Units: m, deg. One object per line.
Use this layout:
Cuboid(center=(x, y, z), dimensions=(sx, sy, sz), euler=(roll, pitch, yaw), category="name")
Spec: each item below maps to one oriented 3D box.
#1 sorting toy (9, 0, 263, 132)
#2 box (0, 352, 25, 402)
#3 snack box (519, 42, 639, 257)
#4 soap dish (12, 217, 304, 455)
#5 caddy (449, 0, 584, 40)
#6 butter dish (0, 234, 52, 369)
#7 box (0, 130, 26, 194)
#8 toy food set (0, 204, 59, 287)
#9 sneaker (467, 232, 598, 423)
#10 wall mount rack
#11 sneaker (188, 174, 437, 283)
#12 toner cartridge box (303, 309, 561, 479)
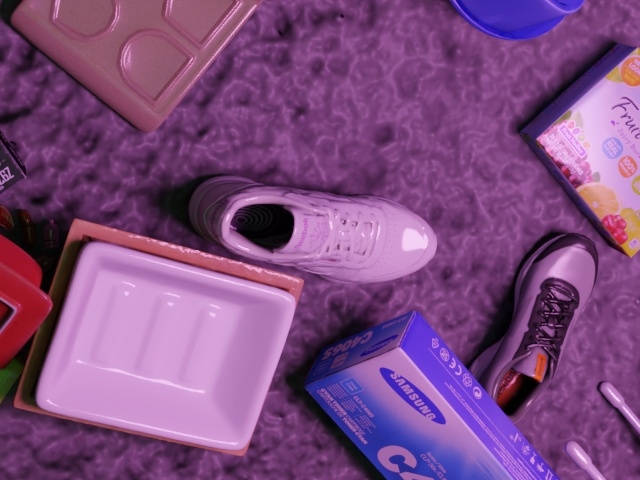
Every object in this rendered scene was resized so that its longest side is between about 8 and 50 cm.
Cuboid(center=(-0.243, -0.300, 1.656), dimensions=(0.307, 0.041, 0.229), euler=(40, 95, -18), category="sorting toy")
Cuboid(center=(-0.449, 0.139, 1.696), dimensions=(0.178, 0.042, 0.109), euler=(34, 92, -18), category="box")
Cuboid(center=(0.382, -0.114, 1.823), dimensions=(0.174, 0.070, 0.207), euler=(-41, 109, -2), category="snack box")
Cuboid(center=(-0.191, 0.111, 1.697), dimensions=(0.291, 0.118, 0.229), euler=(16, 98, -23), category="soap dish")
Cuboid(center=(0.224, -0.400, 1.673), dimensions=(0.241, 0.179, 0.341), euler=(-32, 108, -28), category="caddy")
Cuboid(center=(-0.381, 0.041, 1.639), dimensions=(0.160, 0.118, 0.160), euler=(35, 128, -12), category="butter dish")
Cuboid(center=(-0.446, -0.086, 1.629), dimensions=(0.180, 0.077, 0.147), euler=(-35, 107, -4), category="box")
Cuboid(center=(-0.347, 0.000, 1.704), dimensions=(0.122, 0.019, 0.078), euler=(36, 92, -10), category="toy food set")
Cuboid(center=(0.279, 0.118, 1.830), dimensions=(0.100, 0.108, 0.271), euler=(26, 93, -15), category="sneaker")
Cuboid(center=(0.400, 0.362, 1.843), dimensions=(0.130, 0.350, 0.304), euler=(2, 106, 22), category="wall mount rack")
Cuboid(center=(0.000, 0.000, 1.716), dimensions=(0.305, 0.152, 0.114), euler=(8, 98, -16), category="sneaker")
Cuboid(center=(0.152, 0.254, 1.800), dimensions=(0.165, 0.075, 0.348), euler=(-27, 112, 38), category="toner cartridge box")
